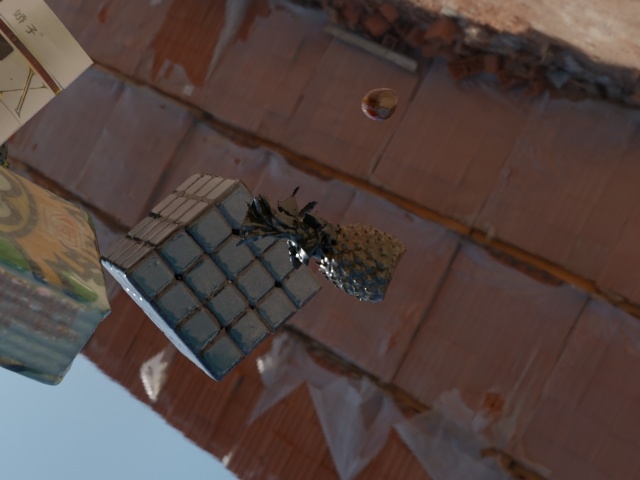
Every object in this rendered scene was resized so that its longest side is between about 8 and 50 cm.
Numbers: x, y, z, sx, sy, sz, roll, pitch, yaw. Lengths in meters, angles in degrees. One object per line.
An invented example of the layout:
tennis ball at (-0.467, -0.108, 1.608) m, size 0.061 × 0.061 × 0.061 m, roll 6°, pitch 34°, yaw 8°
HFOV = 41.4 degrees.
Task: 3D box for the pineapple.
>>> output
pineapple at (0.000, 0.000, 1.263) m, size 0.251 × 0.125 × 0.125 m, roll 22°, pitch -177°, yaw -1°

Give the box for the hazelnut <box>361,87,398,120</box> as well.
hazelnut at (0.137, -0.318, 1.980) m, size 0.086 × 0.086 × 0.086 m, roll 28°, pitch -177°, yaw -2°

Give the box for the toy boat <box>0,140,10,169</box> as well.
toy boat at (-0.545, -0.116, 1.391) m, size 0.061 × 0.137 × 0.060 m, roll -3°, pitch 151°, yaw 28°

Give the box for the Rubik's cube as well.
Rubik's cube at (-0.264, 0.074, 1.997) m, size 0.344 × 0.337 × 0.344 m, roll 51°, pitch 165°, yaw -20°

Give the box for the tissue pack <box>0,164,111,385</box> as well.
tissue pack at (-0.365, -0.012, 0.803) m, size 0.311 × 0.128 × 0.228 m, roll 31°, pitch -168°, yaw -30°

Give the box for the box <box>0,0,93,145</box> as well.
box at (-0.264, -0.129, 0.680) m, size 0.040 × 0.154 × 0.084 m, roll -10°, pitch 126°, yaw 48°
